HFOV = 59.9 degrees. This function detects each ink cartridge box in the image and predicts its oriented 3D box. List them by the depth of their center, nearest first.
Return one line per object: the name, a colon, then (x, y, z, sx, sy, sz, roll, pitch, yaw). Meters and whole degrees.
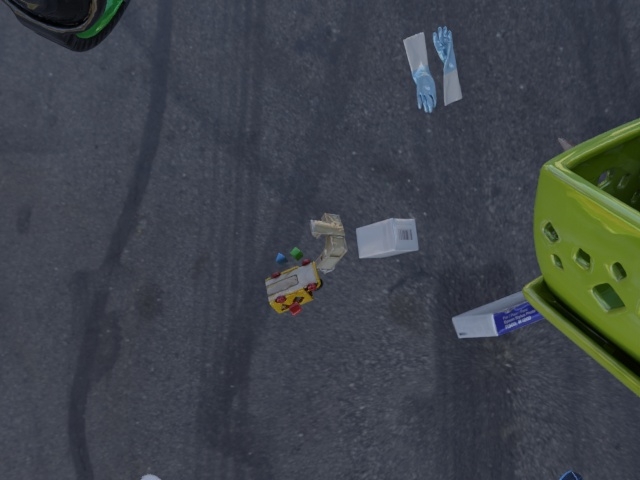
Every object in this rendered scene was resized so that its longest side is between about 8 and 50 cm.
ink cartridge box: (0.363, 0.108, 0.938, 0.223, 0.224, 0.045, -19, 81, -11)

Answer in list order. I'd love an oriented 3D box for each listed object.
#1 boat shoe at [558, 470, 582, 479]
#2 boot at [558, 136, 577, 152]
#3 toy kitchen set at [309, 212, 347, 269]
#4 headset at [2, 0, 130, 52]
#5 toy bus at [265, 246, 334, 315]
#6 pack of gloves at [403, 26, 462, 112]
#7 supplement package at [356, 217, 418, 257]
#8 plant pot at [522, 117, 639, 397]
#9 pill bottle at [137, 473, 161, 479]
boat shoe: (0.694, 0.743, 1.544, 0.089, 0.258, 0.109, 5, 111, 40)
boot: (0.659, -0.212, 1.477, 0.118, 0.042, 0.087, 49, 123, 37)
toy kitchen set: (0.000, 0.000, 1.075, 0.075, 0.068, 0.083, -53, 39, 46)
headset: (-0.255, -0.338, 0.518, 0.185, 0.394, 0.243, 24, 86, -10)
toy bus: (-0.061, 0.137, 1.647, 0.202, 0.104, 0.191, 19, 67, 34)
pack of gloves: (0.350, -0.505, 1.642, 0.195, 0.232, 0.046, -31, 26, -29)
supplement package: (0.214, -0.005, 1.798, 0.179, 0.105, 0.105, -16, 78, 53)
plant pot: (0.360, 0.024, 0.564, 0.227, 0.207, 0.228, -22, 45, -23)
pill bottle: (-0.274, 0.404, 0.689, 0.215, 0.117, 0.117, -29, 64, -36)
